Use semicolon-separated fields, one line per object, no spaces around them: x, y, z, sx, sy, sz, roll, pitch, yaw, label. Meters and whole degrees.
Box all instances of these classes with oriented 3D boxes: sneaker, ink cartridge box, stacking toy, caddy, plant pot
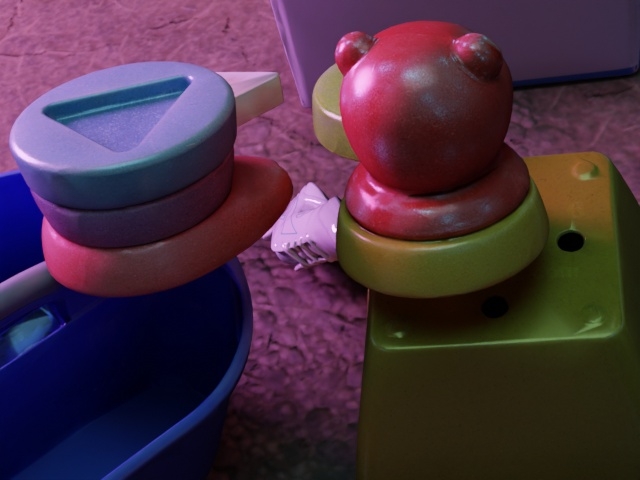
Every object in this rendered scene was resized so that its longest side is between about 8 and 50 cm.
0.000;0.000;1.071;0.061;0.054;0.152;-41;15;-6;sneaker
0.114;-0.319;1.265;0.285;0.166;0.395;-5;50;9;ink cartridge box
-0.020;-0.092;0.881;0.309;0.130;0.279;-3;32;13;stacking toy
-0.200;0.091;0.919;0.241;0.179;0.341;38;55;23;caddy
0.118;0.063;0.922;0.212;0.187;0.212;-4;50;11;plant pot
